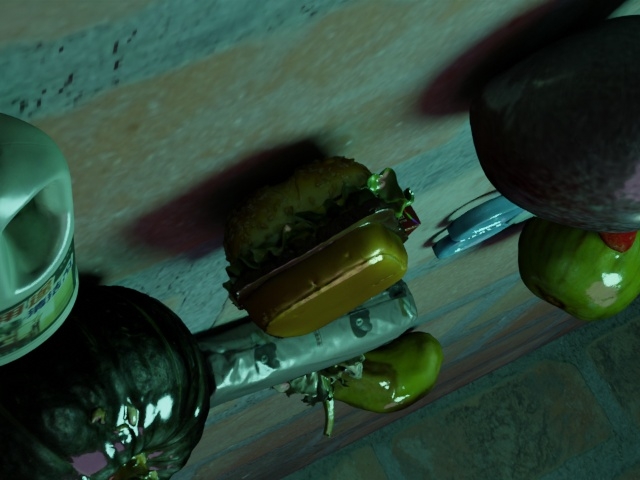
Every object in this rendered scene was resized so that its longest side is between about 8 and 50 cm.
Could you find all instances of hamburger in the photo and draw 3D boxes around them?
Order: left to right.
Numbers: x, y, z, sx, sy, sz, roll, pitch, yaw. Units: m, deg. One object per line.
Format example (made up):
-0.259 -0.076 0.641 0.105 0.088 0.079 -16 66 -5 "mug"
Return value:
0.000 0.000 0.803 0.137 0.087 0.166 -30 168 3 "hamburger"

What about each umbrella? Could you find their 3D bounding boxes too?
-0.035 0.100 1.154 0.337 0.067 0.073 -16 149 -43 "umbrella"

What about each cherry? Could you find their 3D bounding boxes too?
0.191 -0.073 0.803 0.176 0.140 0.176 -16 175 -1 "cherry"

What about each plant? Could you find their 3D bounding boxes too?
0.000 0.154 1.335 0.105 0.121 0.116 -9 167 -25 "plant"

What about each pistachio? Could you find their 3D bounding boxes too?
0.092 0.195 1.703 0.189 0.100 0.110 -21 161 -34 "pistachio"

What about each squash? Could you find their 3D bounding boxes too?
-0.159 0.113 0.769 0.193 0.156 0.193 -45 -175 5 "squash"

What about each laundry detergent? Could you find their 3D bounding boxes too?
-0.153 -0.005 0.512 0.099 0.070 0.225 -16 163 -15 "laundry detergent"

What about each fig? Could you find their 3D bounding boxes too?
0.297 -0.010 1.354 0.142 0.186 0.148 11 153 18 "fig"

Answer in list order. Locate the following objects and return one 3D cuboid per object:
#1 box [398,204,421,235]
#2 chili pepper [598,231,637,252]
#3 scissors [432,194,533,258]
0.044 0.002 1.041 0.052 0.023 0.082 -19 164 -34 "box"
0.294 -0.059 1.164 0.063 0.071 0.272 -60 164 -27 "chili pepper"
0.232 -0.046 1.231 0.256 0.030 0.125 -23 168 -18 "scissors"
